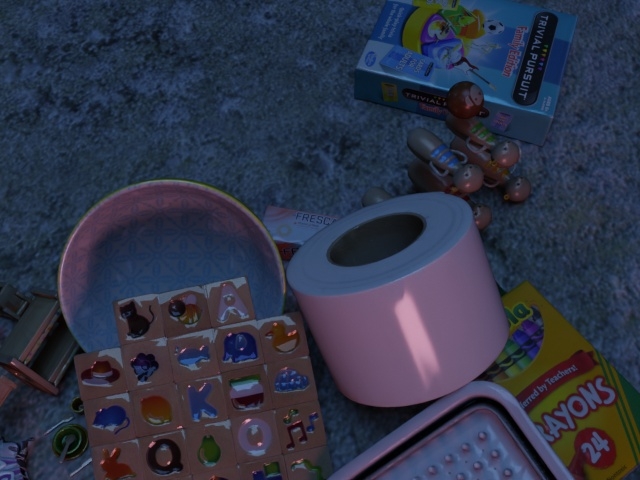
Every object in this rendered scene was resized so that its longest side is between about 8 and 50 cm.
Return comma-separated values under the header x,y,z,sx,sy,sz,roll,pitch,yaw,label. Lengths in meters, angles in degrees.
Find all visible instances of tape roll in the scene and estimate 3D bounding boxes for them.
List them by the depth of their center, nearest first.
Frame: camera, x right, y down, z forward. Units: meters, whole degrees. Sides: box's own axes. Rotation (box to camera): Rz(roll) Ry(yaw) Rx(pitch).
x,y,z,sx,sy,sz,roll,pitch,yaw,label
0.098,0.068,0.918,0.246,0.169,0.246,-20,23,9,tape roll

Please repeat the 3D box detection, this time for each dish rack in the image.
x,y,z,sx,sy,sz,roll,pitch,yaw,label
0.180,0.359,0.815,0.286,0.072,0.332,-37,64,8,dish rack

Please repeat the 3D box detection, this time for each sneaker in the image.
x,y,z,sx,sy,sz,roll,pitch,yaw,label
-0.388,0.287,0.930,0.098,0.038,0.069,28,63,16,sneaker

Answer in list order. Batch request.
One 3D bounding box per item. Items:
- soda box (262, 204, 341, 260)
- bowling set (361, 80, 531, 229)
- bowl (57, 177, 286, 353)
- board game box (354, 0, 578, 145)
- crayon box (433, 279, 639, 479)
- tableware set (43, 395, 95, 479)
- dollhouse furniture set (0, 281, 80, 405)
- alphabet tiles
x,y,z,sx,sy,sz,roll,pitch,yaw,label
0.000,0.000,1.091,0.183,0.058,0.063,9,59,7,soda box
0.211,-0.113,1.055,0.287,0.199,0.154,-34,66,-30,bowling set
-0.194,0.044,0.991,0.290,0.289,0.156,-7,16,-4,bowl
0.258,-0.326,1.276,0.336,0.079,0.253,16,60,11,board game box
0.268,0.195,0.956,0.202,0.081,0.318,-32,63,-17,crayon box
-0.289,0.272,0.947,0.104,0.024,0.154,-36,64,-20,tableware set
-0.430,0.163,0.998,0.161,0.101,0.181,6,56,33,dollhouse furniture set
-0.142,0.226,0.894,0.285,0.011,0.342,-11,86,-5,alphabet tiles
